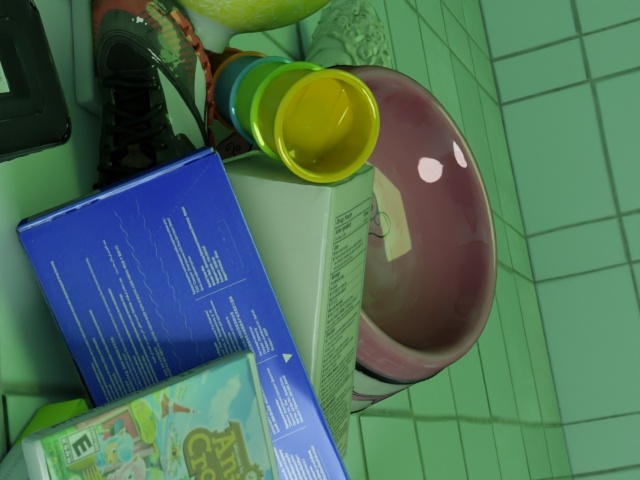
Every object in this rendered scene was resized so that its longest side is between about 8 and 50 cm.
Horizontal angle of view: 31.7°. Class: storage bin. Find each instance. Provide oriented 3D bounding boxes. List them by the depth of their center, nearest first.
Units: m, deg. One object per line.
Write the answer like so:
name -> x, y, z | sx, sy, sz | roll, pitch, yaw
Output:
storage bin -> -0.261, -0.106, 0.772 | 0.180, 0.084, 0.122 | -32, 107, -68

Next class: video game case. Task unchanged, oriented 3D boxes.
video game case -> -0.104, 0.209, 0.816 | 0.193, 0.023, 0.212 | -19, 101, -41
video game case -> -0.188, -0.192, 1.114 | 0.173, 0.022, 0.190 | 33, 47, -63

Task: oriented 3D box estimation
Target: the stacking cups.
stacking cups -> -0.051, -0.128, 1.056 | 0.316, 0.096, 0.096 | 32, -33, 64

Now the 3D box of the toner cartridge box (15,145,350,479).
toner cartridge box -> -0.097, 0.114, 0.906 | 0.075, 0.165, 0.348 | -147, -144, -77

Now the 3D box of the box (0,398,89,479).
box -> -0.196, 0.207, 0.798 | 0.178, 0.042, 0.109 | -65, 139, -61

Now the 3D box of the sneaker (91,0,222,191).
sneaker -> -0.149, -0.092, 0.999 | 0.135, 0.097, 0.276 | -67, 153, -52

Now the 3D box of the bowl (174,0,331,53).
bowl -> -0.112, -0.269, 1.054 | 0.156, 0.289, 0.289 | -63, 161, 8

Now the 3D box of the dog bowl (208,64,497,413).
dog bowl -> 0.047, -0.015, 1.270 | 0.408, 0.150, 0.408 | 20, 63, -45

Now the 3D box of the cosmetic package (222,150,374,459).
cosmetic package -> -0.040, 0.076, 1.040 | 0.153, 0.129, 0.296 | -28, 125, -70

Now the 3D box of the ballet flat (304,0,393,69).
ballet flat -> 0.035, -0.159, 1.555 | 0.147, 0.147, 0.409 | 23, 56, -66
